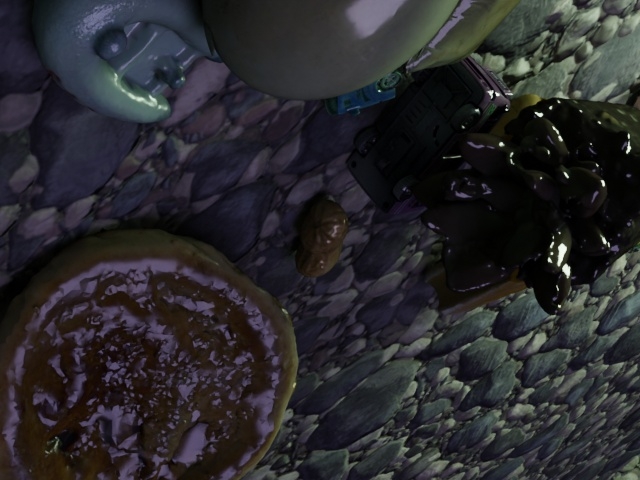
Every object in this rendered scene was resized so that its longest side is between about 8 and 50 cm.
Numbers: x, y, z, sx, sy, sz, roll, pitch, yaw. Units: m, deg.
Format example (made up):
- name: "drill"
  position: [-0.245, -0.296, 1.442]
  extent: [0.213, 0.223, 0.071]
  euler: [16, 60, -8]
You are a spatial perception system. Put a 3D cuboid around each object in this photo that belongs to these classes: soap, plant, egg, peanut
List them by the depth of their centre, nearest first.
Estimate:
- name: "egg"
  position: [0.017, -0.219, 1.127]
  extent: [0.253, 0.186, 0.186]
  euler: [-43, 152, 7]
- name: "plant"
  position: [0.237, -0.053, 1.500]
  extent: [0.321, 0.194, 0.181]
  euler: [-18, 139, -54]
- name: "peanut"
  position: [0.000, 0.000, 1.590]
  extent: [0.054, 0.054, 0.113]
  euler: [-22, 149, -28]
- name: "soap"
  position: [0.241, 0.023, 1.785]
  extent: [0.140, 0.073, 0.232]
  euler: [-20, 174, -27]

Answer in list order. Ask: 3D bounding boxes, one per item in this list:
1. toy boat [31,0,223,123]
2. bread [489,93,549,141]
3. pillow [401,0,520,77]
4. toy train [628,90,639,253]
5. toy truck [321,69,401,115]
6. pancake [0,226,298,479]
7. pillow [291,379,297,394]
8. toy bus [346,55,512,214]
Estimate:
- name: "toy boat"
  position: [-0.144, -0.152, 1.159]
  extent: [0.134, 0.079, 0.208]
  euler: [-39, 154, 8]
- name: "bread"
  position: [0.239, -0.093, 1.700]
  extent: [0.119, 0.084, 0.177]
  euler: [-36, 148, -5]
- name: "pillow"
  position: [0.184, -0.271, 1.338]
  extent: [0.302, 0.075, 0.185]
  euler: [-49, 177, 15]
- name: "toy train"
  position: [0.460, -0.106, 1.894]
  extent: [0.177, 0.134, 0.261]
  euler: [-10, 141, -29]
- name: "toy truck"
  position: [0.025, -0.187, 1.316]
  extent: [0.081, 0.067, 0.175]
  euler: [-25, 149, -13]
- name: "pancake"
  position: [-0.175, 0.154, 1.447]
  extent: [0.356, 0.065, 0.356]
  euler: [-16, 123, -26]
- name: "pillow"
  position: [-0.197, 0.223, 1.612]
  extent: [0.312, 0.119, 0.310]
  euler: [-44, 150, 5]
- name: "toy bus"
  position: [0.116, -0.114, 1.518]
  extent: [0.098, 0.087, 0.178]
  euler: [-3, 139, -51]
